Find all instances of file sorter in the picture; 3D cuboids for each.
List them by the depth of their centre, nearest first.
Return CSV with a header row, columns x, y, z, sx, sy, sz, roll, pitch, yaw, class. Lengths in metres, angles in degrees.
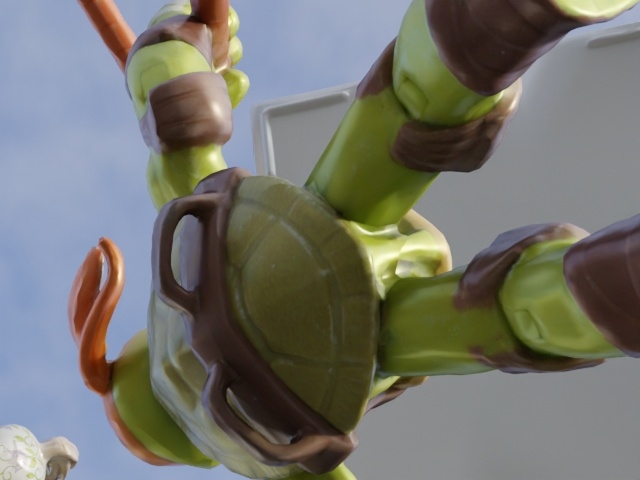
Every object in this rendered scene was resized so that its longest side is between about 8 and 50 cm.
x,y,z,sx,sy,sz,roll,pitch,yaw,class
0.092,0.078,0.821,0.193,0.277,0.173,-11,-36,6,file sorter

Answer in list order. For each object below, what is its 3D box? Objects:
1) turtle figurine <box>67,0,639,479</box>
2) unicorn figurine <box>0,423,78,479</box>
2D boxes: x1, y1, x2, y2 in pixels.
x,y,z,sx,sy,sz,roll,pitch,yaw,class
0.000,0.000,0.472,0.087,0.269,0.217,-2,-25,-42,turtle figurine
-0.166,0.106,0.801,0.111,0.162,0.060,-23,-85,43,unicorn figurine
